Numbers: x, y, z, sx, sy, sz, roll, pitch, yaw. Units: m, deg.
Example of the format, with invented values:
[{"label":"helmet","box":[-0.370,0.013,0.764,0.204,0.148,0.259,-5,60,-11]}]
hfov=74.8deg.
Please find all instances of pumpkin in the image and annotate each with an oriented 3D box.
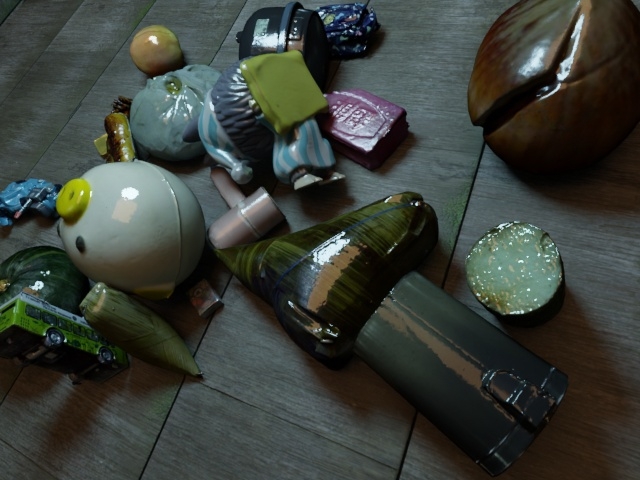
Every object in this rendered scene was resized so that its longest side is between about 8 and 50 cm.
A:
[{"label":"pumpkin","box":[-0.747,0.160,1.097,0.300,0.207,0.300,-18,51,23]}]

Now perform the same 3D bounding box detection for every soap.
[{"label":"soap","box":[0.093,-0.310,1.132,0.250,0.099,0.162,34,85,30]}]

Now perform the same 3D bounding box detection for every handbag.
[{"label":"handbag","box":[-0.742,-0.328,1.452,0.061,0.027,0.083,-36,63,-7]},{"label":"handbag","box":[0.051,-0.669,1.323,0.260,0.113,0.162,11,61,31]}]

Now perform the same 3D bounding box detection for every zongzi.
[{"label":"zongzi","box":[-0.393,0.216,0.936,0.256,0.228,0.115,29,68,26]},{"label":"zongzi","box":[0.000,0.000,0.935,0.432,0.208,0.403,36,79,32]}]

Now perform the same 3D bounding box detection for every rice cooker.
[{"label":"rice cooker","box":[-0.108,-0.544,1.226,0.224,0.267,0.267,7,66,17]}]

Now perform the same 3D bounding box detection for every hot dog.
[{"label":"hot dog","box":[-0.639,-0.281,1.332,0.162,0.082,0.270,-48,55,41]}]

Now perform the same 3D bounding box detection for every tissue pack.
[{"label":"tissue pack","box":[-0.290,0.146,1.050,0.063,0.035,0.083,-39,60,-5]}]

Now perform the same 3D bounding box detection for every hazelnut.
[{"label":"hazelnut","box":[0.493,-0.348,0.892,0.359,0.359,0.409,9,58,22]}]

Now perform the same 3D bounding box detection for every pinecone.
[{"label":"pinecone","box":[-0.677,-0.441,1.458,0.102,0.102,0.109,16,97,25]}]

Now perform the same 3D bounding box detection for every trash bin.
[{"label":"trash bin","box":[0.226,0.212,0.729,0.301,0.252,0.203,37,77,25]}]

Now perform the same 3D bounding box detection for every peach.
[{"label":"peach","box":[-0.587,-0.675,1.502,0.184,0.184,0.184,-8,61,14]}]

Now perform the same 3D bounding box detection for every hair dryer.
[{"label":"hair dryer","box":[-0.251,-0.112,1.152,0.189,0.107,0.344,-38,49,-2]}]

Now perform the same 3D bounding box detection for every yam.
[{"label":"yam","box":[0.357,0.071,0.756,0.161,0.268,0.161,-8,72,27]}]

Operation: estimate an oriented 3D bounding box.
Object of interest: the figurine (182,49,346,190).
[{"label":"figurine","box":[-0.167,-0.258,1.107,0.377,0.266,0.361,-23,87,42]}]

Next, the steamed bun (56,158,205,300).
[{"label":"steamed bun","box":[-0.454,-0.031,1.027,0.374,0.334,0.334,17,69,43]}]

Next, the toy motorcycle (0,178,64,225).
[{"label":"toy motorcycle","box":[-0.965,-0.127,1.368,0.272,0.123,0.182,7,55,22]}]

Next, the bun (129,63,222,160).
[{"label":"bun","box":[-0.438,-0.405,1.295,0.354,0.194,0.354,-8,59,13]}]

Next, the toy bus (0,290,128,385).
[{"label":"toy bus","box":[-0.585,0.222,0.954,0.113,0.302,0.139,-32,52,4]}]
